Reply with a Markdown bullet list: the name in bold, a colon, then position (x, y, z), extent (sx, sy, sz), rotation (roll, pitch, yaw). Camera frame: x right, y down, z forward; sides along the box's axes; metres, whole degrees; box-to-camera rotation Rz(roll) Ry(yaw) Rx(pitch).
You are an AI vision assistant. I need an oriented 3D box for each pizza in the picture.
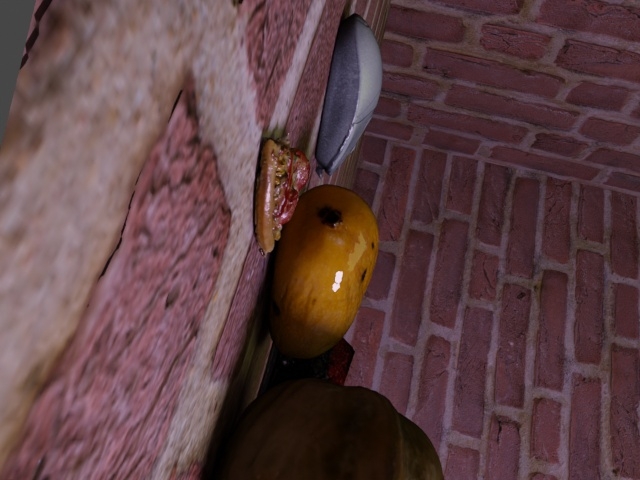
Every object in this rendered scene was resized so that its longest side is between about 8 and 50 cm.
- **pizza**: position (-0.029, -0.045, 0.363), extent (0.099, 0.029, 0.100), rotation (89, 14, -72)

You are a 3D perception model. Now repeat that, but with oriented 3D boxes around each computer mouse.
- **computer mouse**: position (0.043, -0.183, 0.646), extent (0.113, 0.068, 0.229), rotation (-68, 170, -59)

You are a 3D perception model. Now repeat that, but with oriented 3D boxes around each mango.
- **mango**: position (0.000, 0.048, 0.536), extent (0.262, 0.108, 0.157), rotation (101, 0, -53)

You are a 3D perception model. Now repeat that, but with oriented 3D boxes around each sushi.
- **sushi**: position (-0.028, 0.252, 0.798), extent (0.136, 0.126, 0.225), rotation (102, 10, -47)

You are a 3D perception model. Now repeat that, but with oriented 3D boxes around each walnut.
- **walnut**: position (0.000, 0.273, 0.443), extent (0.283, 0.227, 0.283), rotation (-159, -90, -85)

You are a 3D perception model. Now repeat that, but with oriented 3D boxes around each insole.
- **insole**: position (-0.076, 0.190, 0.690), extent (0.064, 0.004, 0.189), rotation (97, 8, -59)
